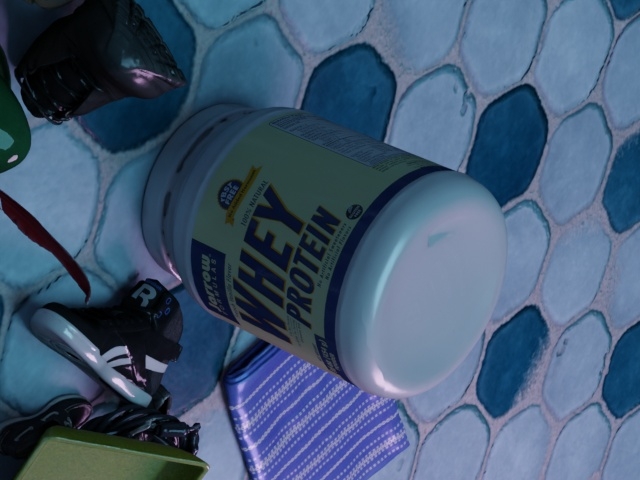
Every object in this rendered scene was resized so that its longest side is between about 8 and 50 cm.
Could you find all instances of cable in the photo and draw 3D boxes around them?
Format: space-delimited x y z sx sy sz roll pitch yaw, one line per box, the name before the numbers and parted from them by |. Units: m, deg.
cable | -0.211 0.250 1.931 0.151 0.047 0.184 5 129 -35

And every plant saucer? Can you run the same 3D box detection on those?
plant saucer | -0.238 0.255 1.865 0.188 0.045 0.188 14 128 -32

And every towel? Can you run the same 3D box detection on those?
towel | 0.003 0.210 2.223 0.243 0.040 0.336 -41 137 -28

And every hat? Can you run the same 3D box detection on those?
hat | -0.278 -0.087 1.594 0.173 0.183 0.208 -60 143 -8

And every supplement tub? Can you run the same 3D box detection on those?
supplement tub | 0.000 0.000 1.865 0.235 0.325 0.235 -27 129 -40

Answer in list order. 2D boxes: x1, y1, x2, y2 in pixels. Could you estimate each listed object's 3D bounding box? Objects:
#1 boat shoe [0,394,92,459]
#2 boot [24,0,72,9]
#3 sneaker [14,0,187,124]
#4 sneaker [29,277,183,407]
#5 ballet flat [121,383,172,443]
boat shoe | -0.277 0.192 1.869 0.125 0.038 0.046 -14 120 -46
boot | -0.238 -0.276 1.534 0.262 0.095 0.203 -93 179 -53
sneaker | -0.201 -0.151 1.603 0.130 0.286 0.109 -35 101 -7
sneaker | -0.211 0.079 1.867 0.121 0.079 0.217 -60 151 -13
ballet flat | -0.189 0.230 1.989 0.057 0.049 0.173 -24 127 -41
